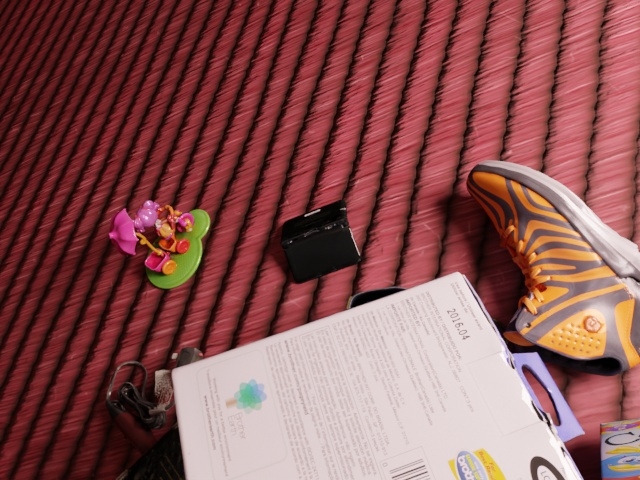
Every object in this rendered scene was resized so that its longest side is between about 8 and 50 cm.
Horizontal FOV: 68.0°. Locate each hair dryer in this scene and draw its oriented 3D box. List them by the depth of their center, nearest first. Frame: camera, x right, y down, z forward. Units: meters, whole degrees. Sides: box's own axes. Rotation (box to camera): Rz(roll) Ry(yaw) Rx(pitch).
[{"bbox_3d":[-0.266,0.330,0.765,0.223,0.080,0.294,-22,54,31],"label":"hair dryer"}]

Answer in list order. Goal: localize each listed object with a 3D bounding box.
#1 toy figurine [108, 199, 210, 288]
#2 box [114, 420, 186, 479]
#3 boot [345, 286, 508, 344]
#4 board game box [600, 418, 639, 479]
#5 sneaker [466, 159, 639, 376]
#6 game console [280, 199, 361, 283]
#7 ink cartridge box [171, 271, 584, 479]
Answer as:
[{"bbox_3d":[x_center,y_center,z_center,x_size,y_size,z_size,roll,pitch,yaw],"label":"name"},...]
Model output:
[{"bbox_3d":[-0.301,-0.015,0.863,0.130,0.159,0.173,28,80,30],"label":"toy figurine"},{"bbox_3d":[-0.104,0.367,0.555,0.257,0.079,0.322,-44,61,-12],"label":"box"},{"bbox_3d":[0.140,0.115,0.650,0.219,0.106,0.082,2,69,24],"label":"boot"},{"bbox_3d":[0.330,0.242,0.390,0.144,0.275,0.142,-21,73,26],"label":"board game box"},{"bbox_3d":[0.278,0.036,0.617,0.180,0.124,0.321,-43,59,-1],"label":"sneaker"},{"bbox_3d":[0.000,0.000,0.816,0.122,0.071,0.107,-20,32,13],"label":"game console"},{"bbox_3d":[0.076,0.212,0.485,0.395,0.151,0.270,-19,57,-3],"label":"ink cartridge box"}]
